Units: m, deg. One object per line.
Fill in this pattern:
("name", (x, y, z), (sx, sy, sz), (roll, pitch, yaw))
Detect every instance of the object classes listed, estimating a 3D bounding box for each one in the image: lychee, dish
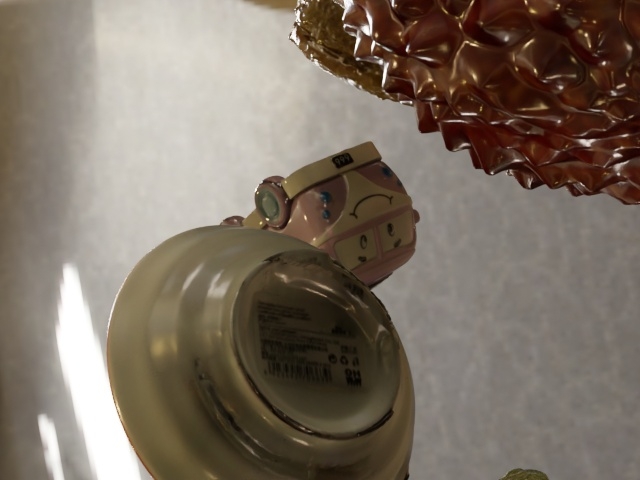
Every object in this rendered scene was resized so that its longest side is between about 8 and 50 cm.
("lychee", (0.239, -0.239, 1.115), (0.500, 0.424, 0.424), (-20, 76, 18))
("dish", (-0.019, 0.089, 1.224), (0.085, 0.260, 0.260), (-40, 62, 46))

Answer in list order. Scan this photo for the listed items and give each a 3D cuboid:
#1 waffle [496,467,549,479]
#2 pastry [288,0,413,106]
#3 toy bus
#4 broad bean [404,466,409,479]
("waffle", (0.087, 0.316, 1.539), (0.292, 0.309, 0.056), (-44, 85, 22))
("pastry", (0.065, -0.206, 1.654), (0.189, 0.189, 0.103), (47, 120, 46))
("toy bus", (0.000, 0.000, 1.759), (0.142, 0.142, 0.202), (61, 142, 11))
("broad bean", (0.041, 0.146, 1.500), (0.046, 0.065, 0.254), (6, 146, 24))
